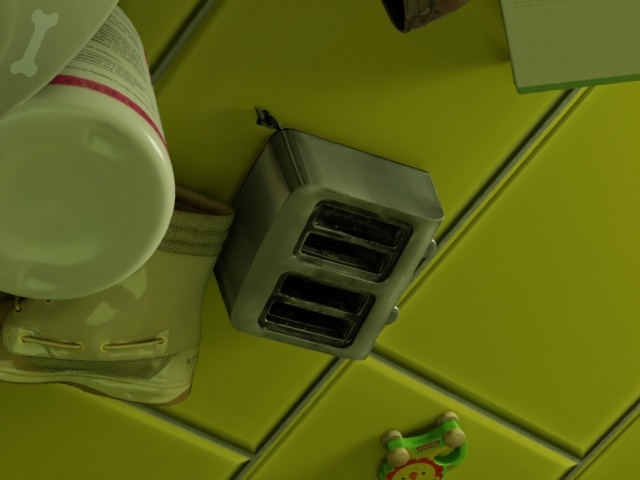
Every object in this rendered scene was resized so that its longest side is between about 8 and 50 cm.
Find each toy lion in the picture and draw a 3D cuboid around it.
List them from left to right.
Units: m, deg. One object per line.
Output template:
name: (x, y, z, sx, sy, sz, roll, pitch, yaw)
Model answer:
toy lion: (0.108, 0.235, 1.464, 0.100, 0.034, 0.096, -19, 132, -2)

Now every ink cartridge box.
ink cartridge box: (0.226, -0.227, 1.121, 0.171, 0.056, 0.235, -5, 135, 15)

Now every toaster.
toaster: (0.000, 0.000, 1.233, 0.186, 0.110, 0.168, 17, 116, -23)

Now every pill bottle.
pill bottle: (-0.200, -0.097, 1.013, 0.160, 0.283, 0.160, -7, 124, -10)

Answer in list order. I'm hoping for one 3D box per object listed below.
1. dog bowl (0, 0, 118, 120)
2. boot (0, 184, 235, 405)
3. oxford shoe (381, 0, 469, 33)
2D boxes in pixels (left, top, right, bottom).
dog bowl: (-0.265, -0.191, 0.912, 0.349, 0.348, 0.102, -31, 134, 7)
boot: (-0.219, 0.028, 1.208, 0.262, 0.095, 0.203, 13, 113, -10)
oxford shoe: (-0.004, -0.309, 0.957, 0.133, 0.130, 0.363, -42, 98, -10)
